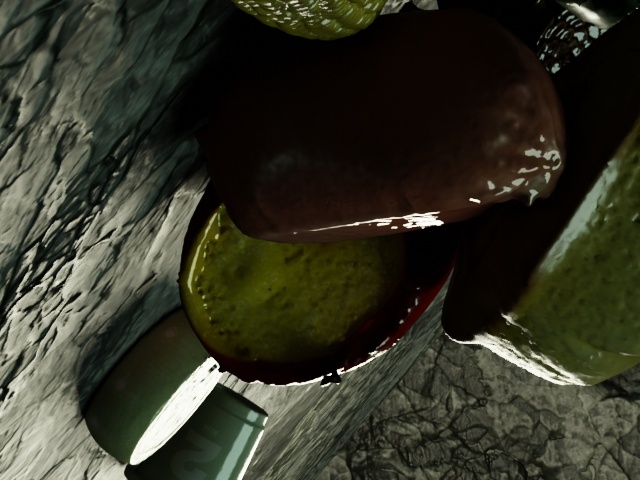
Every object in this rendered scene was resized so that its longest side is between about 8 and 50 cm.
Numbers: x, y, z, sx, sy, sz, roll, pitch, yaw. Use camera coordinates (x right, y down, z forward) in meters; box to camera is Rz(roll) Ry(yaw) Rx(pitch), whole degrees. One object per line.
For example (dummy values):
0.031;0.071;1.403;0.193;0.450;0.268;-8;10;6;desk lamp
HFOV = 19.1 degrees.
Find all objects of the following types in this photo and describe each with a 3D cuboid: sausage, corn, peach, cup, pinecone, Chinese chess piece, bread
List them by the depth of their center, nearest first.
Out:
-0.008;-0.156;1.018;0.091;0.091;0.260;-41;172;7;corn
0.035;-0.070;1.185;0.254;0.148;0.148;-11;-168;30;sausage
0.185;-0.029;1.249;0.270;0.148;0.270;-58;-175;8;bread
0.000;0.000;1.362;0.226;0.196;0.190;-47;137;-25;peach
0.134;-0.144;1.477;0.163;0.165;0.162;-24;126;-38;pinecone
-0.134;0.123;1.605;0.144;0.058;0.144;-48;170;-12;Chinese chess piece
-0.116;0.214;1.884;0.141;0.120;0.120;-57;170;-1;cup

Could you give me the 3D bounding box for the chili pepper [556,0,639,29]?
0.250;-0.261;1.345;0.233;0.248;0.257;-41;167;37;chili pepper
